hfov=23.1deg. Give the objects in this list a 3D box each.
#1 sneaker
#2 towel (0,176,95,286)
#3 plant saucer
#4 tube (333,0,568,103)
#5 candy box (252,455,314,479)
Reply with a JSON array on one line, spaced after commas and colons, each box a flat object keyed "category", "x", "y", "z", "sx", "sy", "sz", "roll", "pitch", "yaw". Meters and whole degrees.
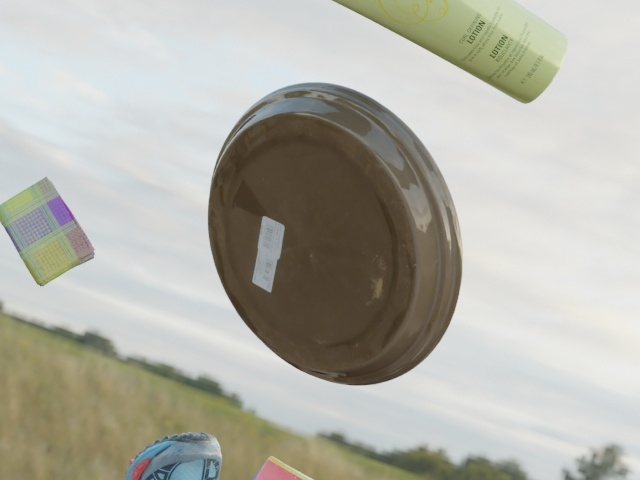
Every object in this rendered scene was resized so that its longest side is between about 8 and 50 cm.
[{"category": "sneaker", "x": -0.157, "y": 0.318, "z": 1.650, "sx": 0.104, "sy": 0.261, "sz": 0.125, "roll": 5, "pitch": 35, "yaw": -31}, {"category": "towel", "x": -0.242, "y": -0.007, "z": 1.373, "sx": 0.083, "sy": 0.060, "sz": 0.009, "roll": 59, "pitch": -18, "yaw": -7}, {"category": "plant saucer", "x": 0.000, "y": 0.000, "z": 1.380, "sx": 0.278, "sy": 0.277, "sz": 0.041, "roll": 13, "pitch": 22, "yaw": 36}, {"category": "tube", "x": 0.068, "y": -0.181, "z": 1.139, "sx": 0.240, "sy": 0.070, "sz": 0.062, "roll": 30, "pitch": -26, "yaw": -16}, {"category": "candy box", "x": 0.066, "y": 0.345, "z": 1.511, "sx": 0.268, "sy": 0.122, "sz": 0.317, "roll": 29, "pitch": -9, "yaw": 21}]
